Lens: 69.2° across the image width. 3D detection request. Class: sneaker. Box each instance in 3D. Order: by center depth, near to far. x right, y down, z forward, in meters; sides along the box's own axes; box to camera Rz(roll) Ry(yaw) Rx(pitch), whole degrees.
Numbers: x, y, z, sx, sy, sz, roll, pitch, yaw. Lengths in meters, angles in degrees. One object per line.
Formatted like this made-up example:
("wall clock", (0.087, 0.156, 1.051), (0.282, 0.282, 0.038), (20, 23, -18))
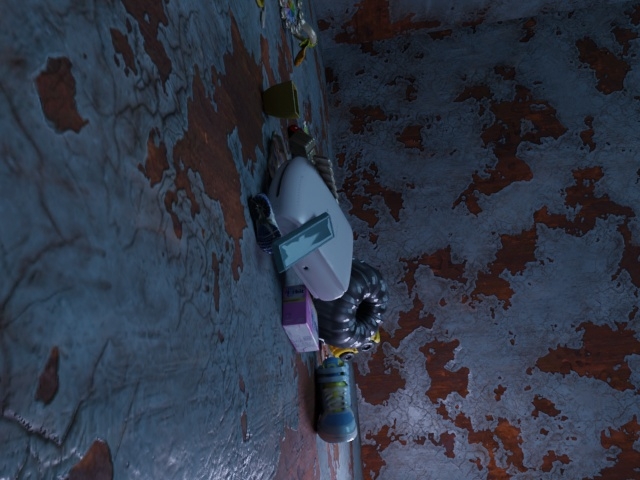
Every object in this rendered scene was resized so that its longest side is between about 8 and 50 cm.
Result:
("sneaker", (-0.110, -0.038, 0.964), (0.058, 0.052, 0.135), (-93, 175, -64))
("sneaker", (0.042, 0.494, 1.486), (0.319, 0.127, 0.208), (-152, -123, -86))

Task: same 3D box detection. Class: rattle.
("rattle", (-0.111, -0.828, 1.850), (0.130, 0.143, 0.200), (49, 2, 35))

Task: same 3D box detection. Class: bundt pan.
("bundt pan", (0.124, 0.231, 1.613), (0.331, 0.124, 0.331), (-18, 116, -42))

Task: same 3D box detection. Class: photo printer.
("photo printer", (-0.025, -0.040, 1.152), (0.307, 0.107, 0.256), (57, 28, -35))

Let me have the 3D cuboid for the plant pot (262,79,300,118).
("plant pot", (-0.102, -0.355, 1.191), (0.081, 0.083, 0.081), (-41, 124, -83))

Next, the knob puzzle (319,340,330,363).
("knob puzzle", (0.024, 0.423, 1.799), (0.213, 0.030, 0.213), (-6, 90, -84))

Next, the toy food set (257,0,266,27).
("toy food set", (-0.143, -0.702, 1.236), (0.128, 0.071, 0.218), (-90, 171, -45))

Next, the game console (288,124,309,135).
("game console", (-0.075, -0.329, 1.610), (0.124, 0.085, 0.144), (37, 17, -8))

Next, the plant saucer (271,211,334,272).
("plant saucer", (-0.030, 0.001, 0.998), (0.192, 0.018, 0.067), (-34, 117, -46))

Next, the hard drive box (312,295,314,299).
("hard drive box", (0.008, 0.091, 1.716), (0.181, 0.089, 0.232), (76, 10, -51))

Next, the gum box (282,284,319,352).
("gum box", (-0.048, 0.208, 1.205), (0.188, 0.062, 0.107), (74, 11, -54))

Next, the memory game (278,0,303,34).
("memory game", (-0.107, -0.858, 1.716), (0.186, 0.012, 0.186), (-2, 93, -64))

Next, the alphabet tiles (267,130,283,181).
("alphabet tiles", (-0.100, -0.117, 1.311), (0.285, 0.011, 0.342), (-90, 171, -49))

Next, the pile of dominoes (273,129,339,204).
("pile of dominoes", (-0.021, -0.184, 1.255), (0.040, 0.196, 0.251), (-48, 152, -19))

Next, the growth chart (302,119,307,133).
("growth chart", (-0.055, -0.348, 1.915), (0.172, 0.021, 0.237), (72, 14, -66))

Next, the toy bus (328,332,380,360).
("toy bus", (0.101, 0.379, 1.908), (0.211, 0.220, 0.149), (41, 23, -46))
